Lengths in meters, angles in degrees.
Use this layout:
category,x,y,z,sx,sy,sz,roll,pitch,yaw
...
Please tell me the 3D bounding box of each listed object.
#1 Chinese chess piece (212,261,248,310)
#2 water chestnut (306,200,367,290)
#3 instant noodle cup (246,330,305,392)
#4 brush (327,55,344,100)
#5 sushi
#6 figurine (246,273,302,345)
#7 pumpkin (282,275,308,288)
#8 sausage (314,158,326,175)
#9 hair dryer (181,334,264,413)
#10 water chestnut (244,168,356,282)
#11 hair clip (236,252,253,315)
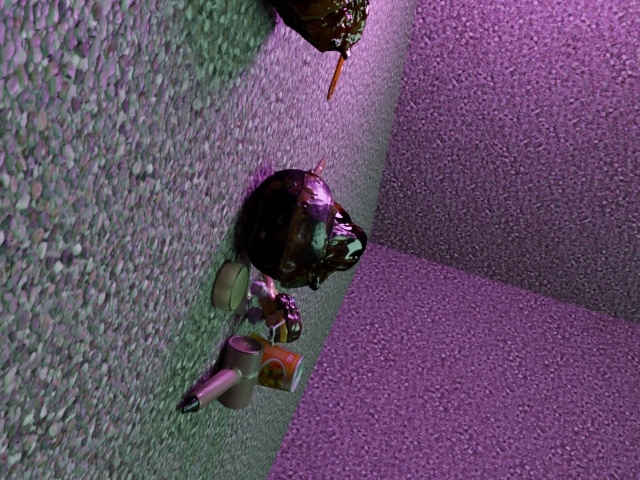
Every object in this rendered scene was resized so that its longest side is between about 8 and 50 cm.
category,x,y,z,sx,sy,sz,roll,pitch,yaw
Chinese chess piece,-0.219,0.111,1.606,0.122,0.051,0.122,15,90,-80
water chestnut,0.000,0.000,2.077,0.244,0.289,0.289,-40,167,-3
instant noodle cup,-0.154,0.386,2.034,0.168,0.185,0.168,17,90,-80
brush,0.074,-0.596,2.112,0.090,0.017,0.314,28,80,-77
sushi,0.005,-0.505,1.301,0.196,0.182,0.343,-56,169,2
figurine,-0.133,0.192,1.880,0.116,0.240,0.174,-14,137,-28
pumpkin,-0.020,0.030,2.291,0.169,0.148,0.312,86,19,-75
sausage,-0.008,-0.235,2.244,0.024,0.024,0.132,97,15,-45
hair dryer,-0.273,0.388,1.725,0.344,0.107,0.189,-23,132,-65
water chestnut,-0.046,-0.031,1.677,0.300,0.300,0.299,17,90,-80
hair clip,-0.199,0.100,1.745,0.072,0.034,0.225,-68,168,-46
